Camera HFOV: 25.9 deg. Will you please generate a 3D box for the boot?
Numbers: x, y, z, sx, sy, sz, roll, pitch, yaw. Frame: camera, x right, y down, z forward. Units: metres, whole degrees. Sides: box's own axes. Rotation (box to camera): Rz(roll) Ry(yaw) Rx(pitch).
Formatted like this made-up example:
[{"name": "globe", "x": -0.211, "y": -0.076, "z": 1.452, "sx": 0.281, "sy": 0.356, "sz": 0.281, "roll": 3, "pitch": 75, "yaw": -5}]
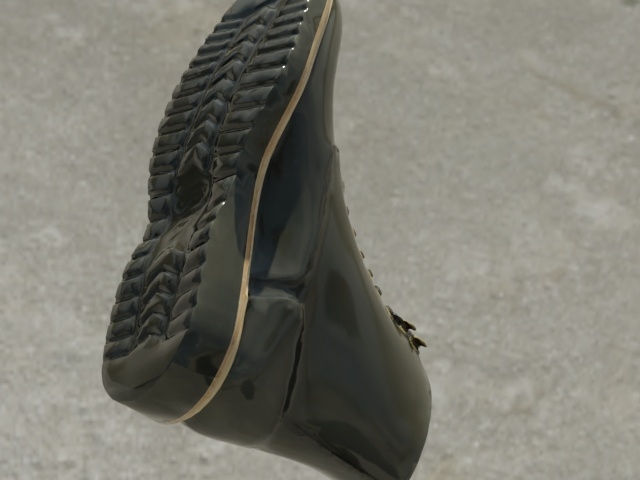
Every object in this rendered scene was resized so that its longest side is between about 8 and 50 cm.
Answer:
[{"name": "boot", "x": 0.000, "y": 0.000, "z": 0.561, "sx": 0.077, "sy": 0.137, "sz": 0.198, "roll": -10, "pitch": 55, "yaw": 50}]
